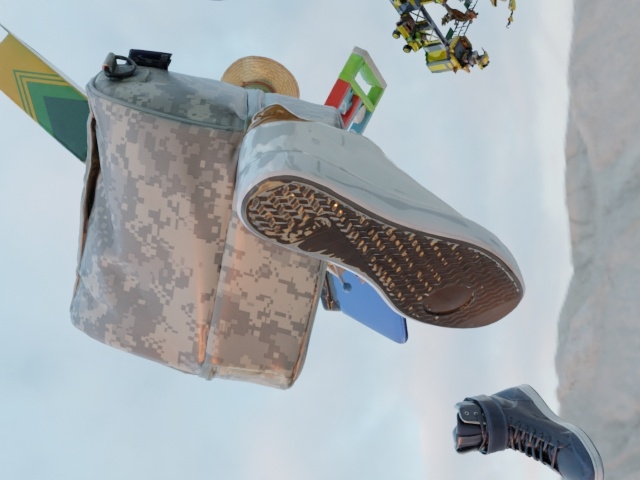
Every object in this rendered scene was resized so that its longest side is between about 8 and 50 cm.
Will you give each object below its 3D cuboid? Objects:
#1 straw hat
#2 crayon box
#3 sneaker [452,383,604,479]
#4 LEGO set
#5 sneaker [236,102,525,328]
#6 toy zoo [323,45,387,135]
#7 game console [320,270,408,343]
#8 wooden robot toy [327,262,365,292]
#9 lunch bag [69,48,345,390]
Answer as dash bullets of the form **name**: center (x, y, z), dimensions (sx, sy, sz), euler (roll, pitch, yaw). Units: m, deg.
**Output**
- **straw hat**: center (-0.109, -0.231, 1.258), dimensions (0.061, 0.144, 0.144), euler (-76, -33, -44)
- **crayon box**: center (-0.404, -0.207, 1.228), dimensions (0.083, 0.323, 0.203), euler (-50, -21, -1)
- **sneaker**: center (0.290, 0.300, 1.112), dimensions (0.226, 0.163, 0.086), euler (-137, 46, -61)
- **LEGO set**: center (0.279, -0.460, 1.312), dimensions (0.255, 0.192, 0.331), euler (52, -121, -32)
- **sneaker**: center (0.060, -0.025, 0.620), dimensions (0.290, 0.106, 0.123), euler (30, -145, -32)
- **toy zoo**: center (0.035, -0.220, 1.510), dimensions (0.293, 0.030, 0.192), euler (-62, -19, 0)
- **game console**: center (0.072, -0.020, 1.232), dimensions (0.250, 0.173, 0.293), euler (-62, -31, -51)
- **wooden robot toy**: center (0.000, 0.000, 0.957), dimensions (0.079, 0.173, 0.076), euler (37, -95, -37)
- **lunch bag**: center (-0.125, -0.022, 0.790), dimensions (0.212, 0.256, 0.305), euler (-101, 22, -64)
